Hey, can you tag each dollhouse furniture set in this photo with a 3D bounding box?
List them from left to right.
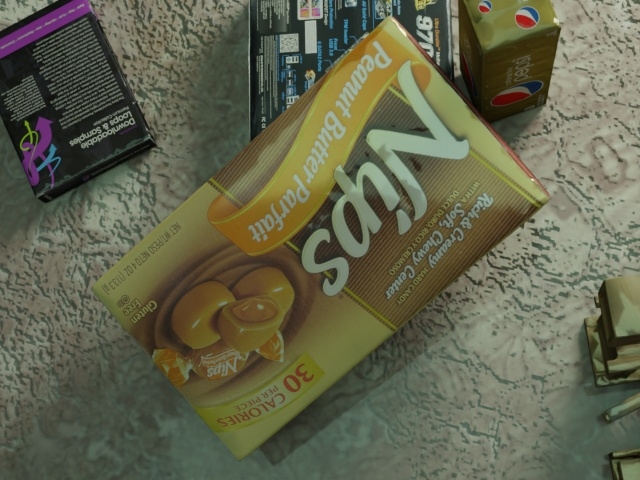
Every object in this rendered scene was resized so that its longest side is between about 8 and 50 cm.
[{"bbox_3d":[0.263,0.114,0.869,0.101,0.182,0.161,-9,77,6],"label":"dollhouse furniture set"}]

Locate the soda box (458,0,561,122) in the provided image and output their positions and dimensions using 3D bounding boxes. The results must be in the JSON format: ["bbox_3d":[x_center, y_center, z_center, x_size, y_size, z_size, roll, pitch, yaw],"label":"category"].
[{"bbox_3d":[0.146,-0.150,0.941,0.061,0.181,0.058,-19,76,3],"label":"soda box"}]

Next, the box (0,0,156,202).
[{"bbox_3d":[-0.231,-0.130,1.069,0.116,0.029,0.162,-27,75,3],"label":"box"}]

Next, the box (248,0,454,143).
[{"bbox_3d":[0.027,-0.130,1.021,0.175,0.051,0.220,-3,78,7],"label":"box"}]

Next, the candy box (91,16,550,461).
[{"bbox_3d":[0.000,0.000,0.936,0.316,0.087,0.183,-41,89,8],"label":"candy box"}]
